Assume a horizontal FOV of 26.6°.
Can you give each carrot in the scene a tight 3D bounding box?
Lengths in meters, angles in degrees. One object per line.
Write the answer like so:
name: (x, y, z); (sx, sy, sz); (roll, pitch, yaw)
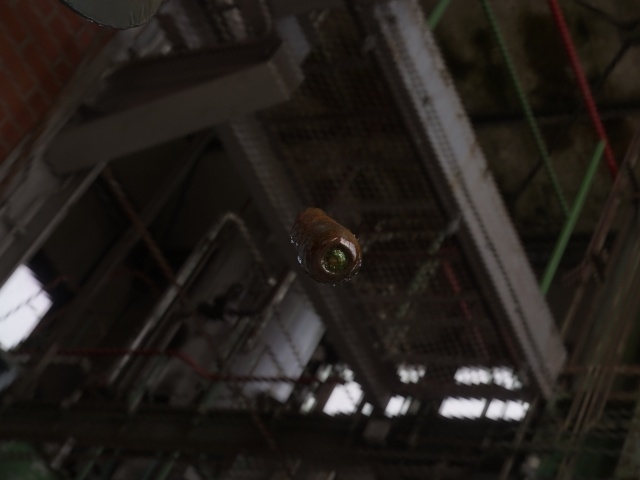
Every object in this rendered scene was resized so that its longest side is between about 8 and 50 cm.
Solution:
carrot: (0.000, 0.000, 1.052); (0.047, 0.047, 0.191); (40, 2, -11)

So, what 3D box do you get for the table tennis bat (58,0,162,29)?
table tennis bat: (-0.101, -0.175, 0.749); (0.022, 0.131, 0.234); (0, -5, 24)
